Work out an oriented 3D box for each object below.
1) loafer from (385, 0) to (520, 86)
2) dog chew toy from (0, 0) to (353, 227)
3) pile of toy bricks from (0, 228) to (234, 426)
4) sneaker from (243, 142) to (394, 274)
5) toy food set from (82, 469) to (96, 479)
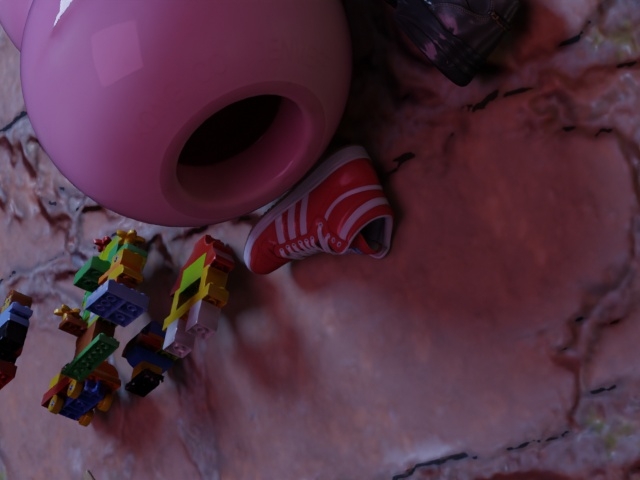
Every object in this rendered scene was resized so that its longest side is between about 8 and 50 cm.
[{"bbox_3d":[0.056,-0.168,1.146,0.061,0.062,0.170,-43,64,10],"label":"loafer"},{"bbox_3d":[-0.118,-0.164,1.215,0.207,0.206,0.332,-56,48,28],"label":"dog chew toy"},{"bbox_3d":[-0.151,0.040,1.319,0.212,0.118,0.105,-38,34,47],"label":"pile of toy bricks"},{"bbox_3d":[0.000,0.000,1.205,0.118,0.042,0.067,-46,58,31],"label":"sneaker"},{"bbox_3d":[-0.170,0.226,1.388,0.078,0.019,0.122,52,131,29],"label":"toy food set"}]
